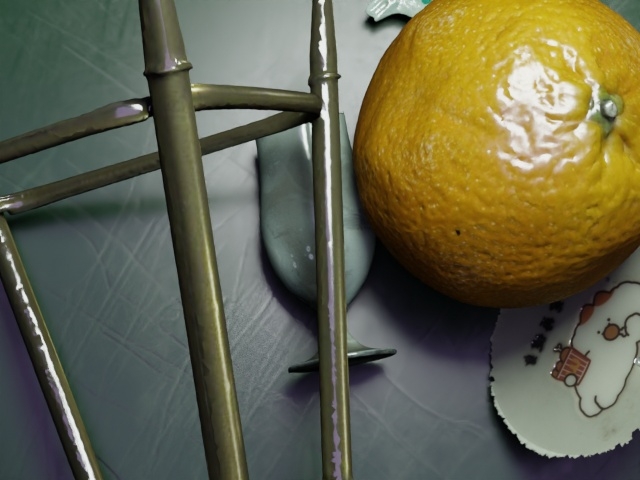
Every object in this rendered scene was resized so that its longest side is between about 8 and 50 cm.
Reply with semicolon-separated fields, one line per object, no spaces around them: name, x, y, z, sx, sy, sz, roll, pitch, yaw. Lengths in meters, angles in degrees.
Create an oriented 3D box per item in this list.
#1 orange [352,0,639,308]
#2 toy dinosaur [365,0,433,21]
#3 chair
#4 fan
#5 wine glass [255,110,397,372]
orange;0.148;-0.074;1.196;0.264;0.264;0.264;1;79;-3
toy dinosaur;0.139;-0.194;1.341;0.187;0.044;0.106;-23;66;-6
chair;-0.151;0.052;1.088;0.365;0.362;0.410;-15;89;18
fan;0.256;0.099;1.196;0.329;0.009;0.190;21;83;46
wine glass;0.000;0.000;1.267;0.093;0.093;0.202;-8;81;-5
